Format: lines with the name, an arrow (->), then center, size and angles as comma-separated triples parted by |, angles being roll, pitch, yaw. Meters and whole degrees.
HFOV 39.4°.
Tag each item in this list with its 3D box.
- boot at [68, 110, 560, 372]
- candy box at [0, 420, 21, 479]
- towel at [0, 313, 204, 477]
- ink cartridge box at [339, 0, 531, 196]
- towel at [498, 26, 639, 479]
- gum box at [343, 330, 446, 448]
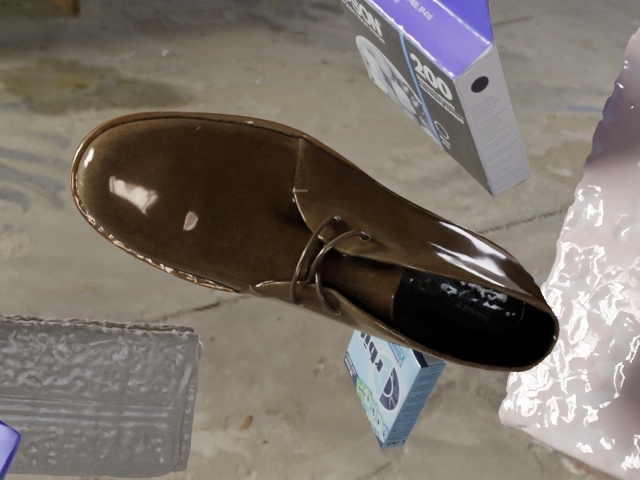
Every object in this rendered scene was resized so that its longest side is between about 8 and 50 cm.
boot -> 0.000, 0.000, 0.525 | 0.305, 0.112, 0.115 | 19, 6, -9
candy box -> -0.282, 0.232, 0.365 | 0.122, 0.317, 0.268 | 37, 10, -16
towel -> -0.282, 0.180, 1.034 | 0.282, 0.187, 0.049 | 7, 9, -16
ink cartridge box -> 0.078, -0.160, 0.723 | 0.045, 0.208, 0.206 | -34, 51, -4
towel -> 0.293, 0.019, 0.565 | 0.053, 0.331, 0.317 | 25, -6, -39
gum box -> 0.095, 0.165, 1.211 | 0.041, 0.184, 0.157 | -5, 46, -23
